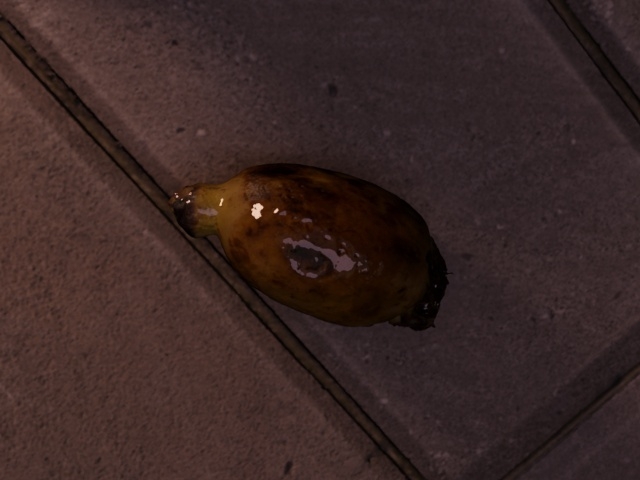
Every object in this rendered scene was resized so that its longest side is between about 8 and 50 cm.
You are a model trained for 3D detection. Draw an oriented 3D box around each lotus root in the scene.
[{"bbox_3d":[0.000,0.000,1.788,0.314,0.169,0.141,19,103,-18],"label":"lotus root"}]
